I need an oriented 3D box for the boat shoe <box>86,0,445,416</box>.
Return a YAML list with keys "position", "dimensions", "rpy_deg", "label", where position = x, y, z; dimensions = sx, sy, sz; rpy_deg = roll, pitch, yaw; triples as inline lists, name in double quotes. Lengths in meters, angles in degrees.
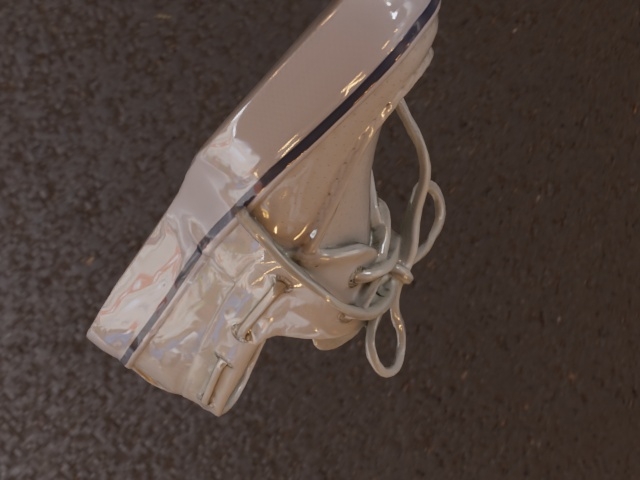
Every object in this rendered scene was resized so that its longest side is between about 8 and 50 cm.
- position: [-0.004, 0.006, 0.690]
  dimensions: [0.156, 0.136, 0.367]
  rpy_deg: [38, 136, -3]
  label: "boat shoe"
